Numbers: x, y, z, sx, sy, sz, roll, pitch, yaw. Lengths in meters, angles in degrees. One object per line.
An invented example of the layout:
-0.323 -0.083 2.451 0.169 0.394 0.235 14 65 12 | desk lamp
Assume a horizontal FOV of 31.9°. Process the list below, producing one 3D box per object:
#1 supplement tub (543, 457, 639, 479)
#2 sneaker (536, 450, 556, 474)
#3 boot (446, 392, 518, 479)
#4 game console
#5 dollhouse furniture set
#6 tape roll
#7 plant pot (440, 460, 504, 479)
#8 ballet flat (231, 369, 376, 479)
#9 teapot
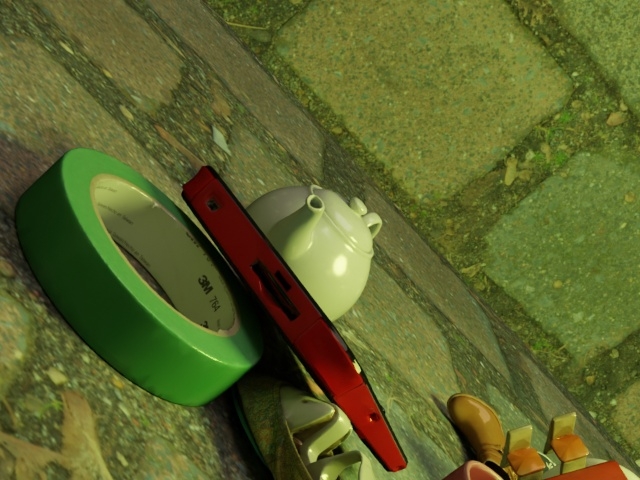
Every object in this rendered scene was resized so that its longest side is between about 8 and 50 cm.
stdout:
0.483 0.514 1.816 0.331 0.241 0.241 39 16 -44 | supplement tub
0.403 0.457 2.032 0.153 0.094 0.235 53 16 -46 | sneaker
0.296 0.369 2.008 0.197 0.073 0.152 47 17 1 | boot
-0.030 0.100 1.456 0.386 0.060 0.342 52 -3 35 | game console
0.329 0.380 1.607 0.262 0.259 0.135 -118 -159 -45 | dollhouse furniture set
-0.199 0.039 1.277 0.321 0.077 0.321 46 13 -13 | tape roll
0.159 0.380 1.258 0.201 0.180 0.201 46 12 -13 | plant pot
-0.005 0.248 1.238 0.123 0.123 0.349 40 16 -37 | ballet flat
0.000 0.000 1.811 0.252 0.187 0.256 43 13 -27 | teapot
